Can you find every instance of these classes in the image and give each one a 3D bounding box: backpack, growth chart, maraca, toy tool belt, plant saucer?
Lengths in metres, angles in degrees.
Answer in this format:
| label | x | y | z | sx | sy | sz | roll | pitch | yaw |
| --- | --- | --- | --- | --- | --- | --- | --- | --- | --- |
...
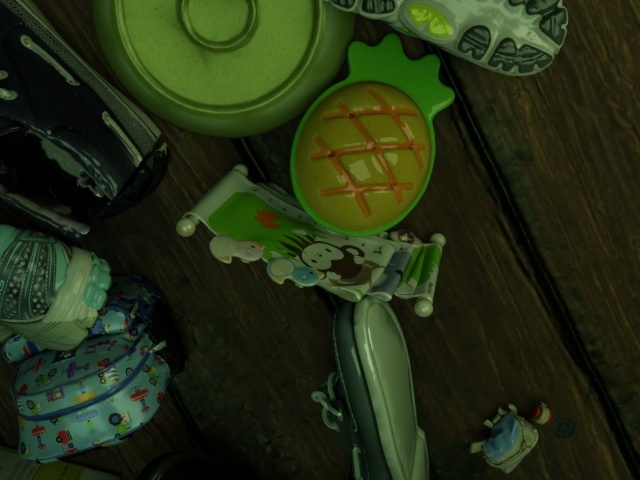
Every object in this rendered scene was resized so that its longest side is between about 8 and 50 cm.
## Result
| label | x | y | z | sx | sy | sz | roll | pitch | yaw |
| --- | --- | --- | --- | --- | --- | --- | --- | --- | --- |
| backpack | -0.220 | 0.123 | 0.839 | 0.158 | 0.173 | 0.117 | -15 | 109 | 8 |
| growth chart | 0.000 | 0.000 | 0.791 | 0.237 | 0.172 | 0.021 | 20 | 117 | -3 |
| maraca | 0.046 | -0.093 | 0.794 | 0.127 | 0.099 | 0.186 | 26 | 83 | -10 |
| toy tool belt | 0.195 | 0.196 | 0.918 | 0.051 | 0.052 | 0.083 | 28 | 108 | -17 |
| plant saucer | -0.088 | -0.203 | 0.785 | 0.241 | 0.037 | 0.241 | 1 | 111 | 2 |

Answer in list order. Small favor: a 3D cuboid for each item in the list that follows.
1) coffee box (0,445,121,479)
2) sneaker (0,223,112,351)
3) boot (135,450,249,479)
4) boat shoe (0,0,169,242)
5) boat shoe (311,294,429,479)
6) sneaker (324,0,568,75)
| label | x | y | z | sx | sy | sz | roll | pitch | yaw |
| --- | --- | --- | --- | --- | --- | --- | --- | --- | --- |
| coffee box | -0.421 | 0.418 | 0.867 | 0.334 | 0.338 | 0.338 | 15 | 110 | -3 |
| sneaker | -0.304 | 0.027 | 0.784 | 0.283 | 0.110 | 0.122 | -9 | 144 | 42 |
| boot | 0.003 | 0.321 | 0.864 | 0.260 | 0.131 | 0.348 | -18 | 123 | 45 |
| boat shoe | -0.282 | -0.138 | 0.751 | 0.340 | 0.158 | 0.127 | 37 | 107 | -11 |
| boat shoe | 0.039 | 0.177 | 0.855 | 0.099 | 0.116 | 0.319 | -2 | 133 | 16 |
| sneaker | 0.069 | -0.214 | 0.737 | 0.275 | 0.110 | 0.107 | 31 | 96 | -6 |
